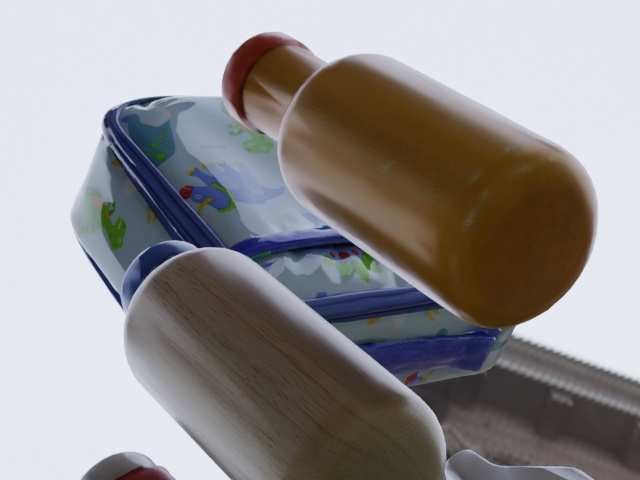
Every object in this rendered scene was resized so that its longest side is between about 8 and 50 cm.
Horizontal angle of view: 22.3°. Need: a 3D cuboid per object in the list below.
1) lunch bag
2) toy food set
[{"bbox_3d":[0.000,0.000,0.829,0.219,0.176,0.090,-4,-47,-39],"label":"lunch bag"},{"bbox_3d":[0.009,0.072,0.399,0.111,0.104,0.232,-30,-52,-19],"label":"toy food set"}]
